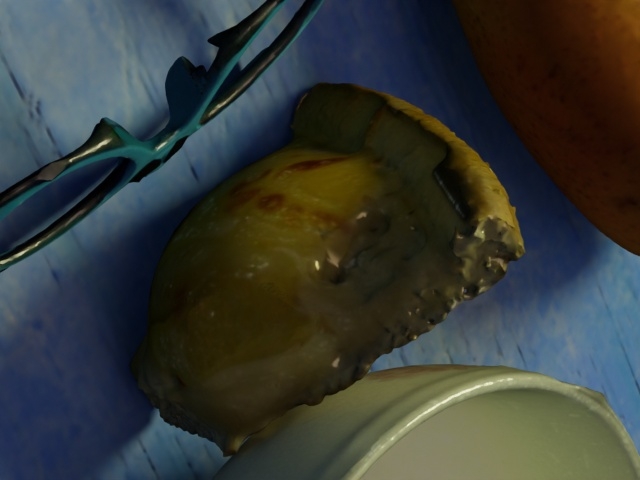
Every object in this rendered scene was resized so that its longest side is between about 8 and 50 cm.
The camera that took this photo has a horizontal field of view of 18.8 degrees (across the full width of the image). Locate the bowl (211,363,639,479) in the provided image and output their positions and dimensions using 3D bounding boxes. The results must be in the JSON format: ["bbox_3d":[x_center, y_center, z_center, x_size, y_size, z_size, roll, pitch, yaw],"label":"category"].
[{"bbox_3d":[0.025,0.183,0.924,0.277,0.145,0.277,-11,106,-41],"label":"bowl"}]

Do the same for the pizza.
[{"bbox_3d":[-0.007,0.005,0.865,0.080,0.204,0.188,42,79,-27],"label":"pizza"}]

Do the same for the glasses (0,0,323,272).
[{"bbox_3d":[-0.109,-0.104,0.831,0.239,0.102,0.207,-43,118,-23],"label":"glasses"}]

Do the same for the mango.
[{"bbox_3d":[0.165,-0.153,0.972,0.350,0.201,0.199,62,33,-15],"label":"mango"}]
